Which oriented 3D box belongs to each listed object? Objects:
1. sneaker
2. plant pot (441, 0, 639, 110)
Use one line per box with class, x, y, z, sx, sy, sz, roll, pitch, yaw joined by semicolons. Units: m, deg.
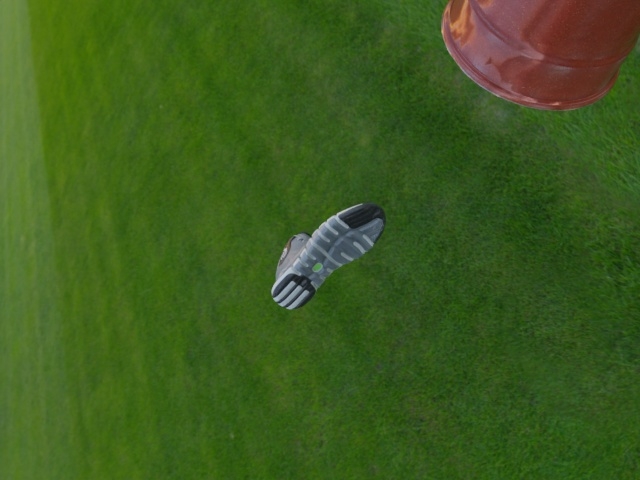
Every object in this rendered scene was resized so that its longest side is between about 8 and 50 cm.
sneaker;0.000;0.000;0.780;0.228;0.086;0.132;-41;26;11
plant pot;0.326;-0.355;0.578;0.265;0.272;0.273;103;158;-64
